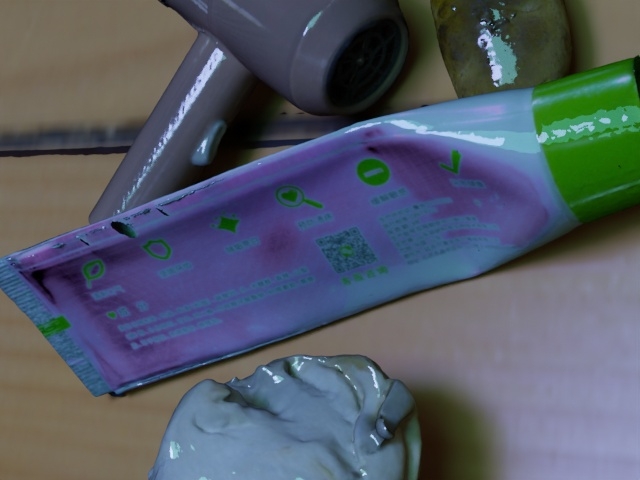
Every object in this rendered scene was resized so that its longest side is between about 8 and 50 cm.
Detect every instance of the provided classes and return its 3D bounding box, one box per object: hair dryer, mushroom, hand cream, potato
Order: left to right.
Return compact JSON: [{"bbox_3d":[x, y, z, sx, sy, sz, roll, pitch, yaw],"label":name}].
[{"bbox_3d":[-0.067,0.146,0.501,0.278,0.096,0.099,-45,57,18],"label":"mushroom"},{"bbox_3d":[-0.049,-0.053,0.571,0.117,0.064,0.181,41,107,31],"label":"hair dryer"},{"bbox_3d":[0.000,0.001,0.513,0.275,0.050,0.079,-19,97,25],"label":"hand cream"},{"bbox_3d":[0.070,-0.082,0.511,0.051,0.040,0.083,-23,65,26],"label":"potato"}]
